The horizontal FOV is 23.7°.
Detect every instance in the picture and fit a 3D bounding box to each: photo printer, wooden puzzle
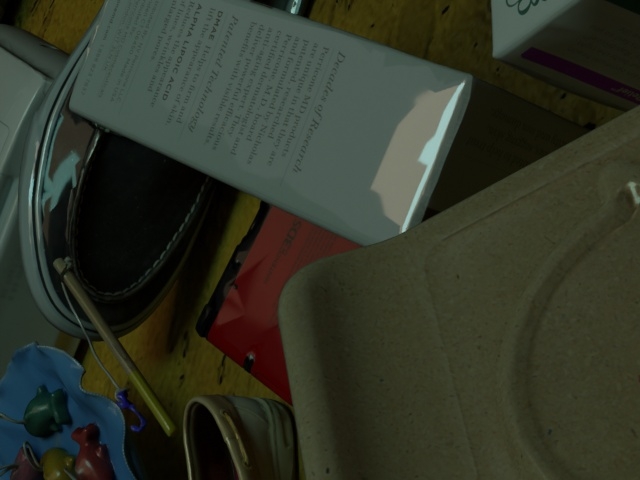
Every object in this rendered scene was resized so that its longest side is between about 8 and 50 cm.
[{"bbox_3d":[-0.249,-0.029,1.148,0.307,0.107,0.256,31,101,59],"label":"photo printer"},{"bbox_3d":[0.173,0.071,0.373,0.348,0.080,0.322,-25,49,16],"label":"wooden puzzle"}]

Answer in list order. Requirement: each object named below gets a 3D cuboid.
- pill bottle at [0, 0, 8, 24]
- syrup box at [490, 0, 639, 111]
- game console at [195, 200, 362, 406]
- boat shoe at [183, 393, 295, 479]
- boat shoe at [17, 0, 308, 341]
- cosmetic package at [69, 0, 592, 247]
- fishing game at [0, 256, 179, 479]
[{"bbox_3d":[-0.390,-0.185,1.388,0.176,0.176,0.318,20,92,59],"label":"pill bottle"},{"bbox_3d":[0.165,-0.141,0.543,0.237,0.096,0.093,-33,47,49],"label":"syrup box"},{"bbox_3d":[0.000,0.000,0.825,0.124,0.085,0.144,35,108,26],"label":"game console"},{"bbox_3d":[-0.044,0.153,0.770,0.063,0.059,0.170,-46,39,37],"label":"boat shoe"},{"bbox_3d":[-0.089,-0.100,0.912,0.119,0.121,0.335,7,78,63],"label":"boat shoe"},{"bbox_3d":[0.003,-0.053,0.690,0.231,0.117,0.085,23,94,41],"label":"cosmetic package"},{"bbox_3d":[-0.159,0.155,0.901,0.189,0.041,0.264,55,135,27],"label":"fishing game"}]
